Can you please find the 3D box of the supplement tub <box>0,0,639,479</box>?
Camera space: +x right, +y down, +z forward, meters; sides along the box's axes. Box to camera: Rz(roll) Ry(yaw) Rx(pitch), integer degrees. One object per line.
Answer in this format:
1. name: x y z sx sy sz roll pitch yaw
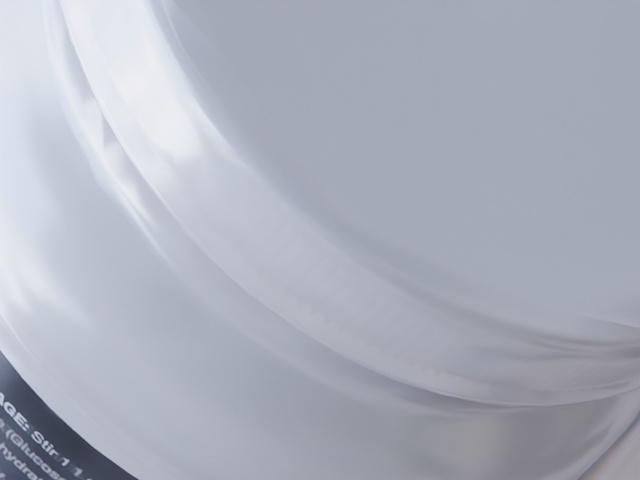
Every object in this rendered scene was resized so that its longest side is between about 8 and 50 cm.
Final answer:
1. supplement tub: -0.031 0.004 0.461 0.191 0.191 0.272 -42 1 -41
